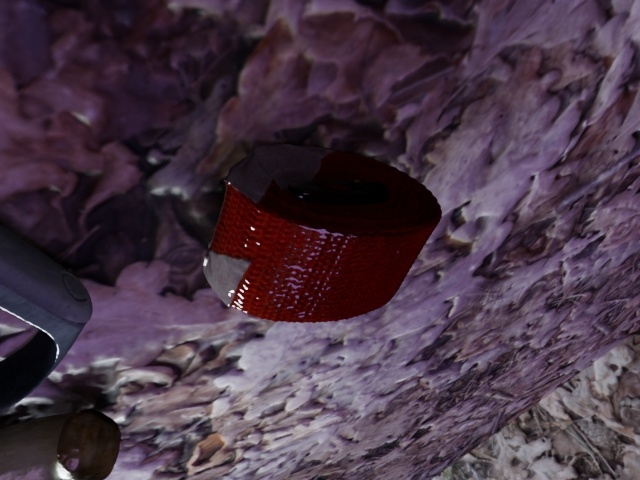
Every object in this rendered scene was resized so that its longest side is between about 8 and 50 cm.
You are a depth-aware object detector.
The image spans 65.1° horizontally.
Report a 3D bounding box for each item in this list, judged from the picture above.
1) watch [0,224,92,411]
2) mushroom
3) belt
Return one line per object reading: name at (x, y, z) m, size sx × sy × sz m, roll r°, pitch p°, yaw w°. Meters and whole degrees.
watch at (-0.288, 0.065, 0.355) m, size 0.193 × 0.068 × 0.206 m, roll -35°, pitch 143°, yaw -1°
mushroom at (-0.356, 0.240, 0.482) m, size 0.313 × 0.081 × 0.099 m, roll -17°, pitch 135°, yaw -14°
belt at (0.000, 0.000, 0.439) m, size 0.201 × 0.128 × 0.124 m, roll -2°, pitch 130°, yaw -35°
